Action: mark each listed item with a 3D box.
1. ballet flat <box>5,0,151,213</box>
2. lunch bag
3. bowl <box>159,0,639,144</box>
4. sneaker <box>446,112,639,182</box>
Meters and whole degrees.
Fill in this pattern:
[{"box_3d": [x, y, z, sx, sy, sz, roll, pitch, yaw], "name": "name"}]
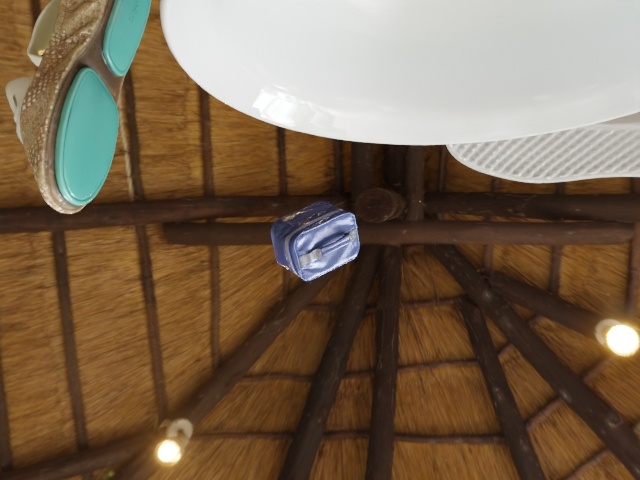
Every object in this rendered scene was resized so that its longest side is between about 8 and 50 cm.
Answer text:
[{"box_3d": [-0.167, -0.108, 0.431, 0.067, 0.073, 0.206, 1, -120, 9], "name": "ballet flat"}, {"box_3d": [0.000, 0.000, 0.748, 0.098, 0.065, 0.067, -27, -57, -24], "name": "lunch bag"}, {"box_3d": [0.076, -0.153, 0.315, 0.298, 0.298, 0.134, -2, -98, 9], "name": "bowl"}, {"box_3d": [0.321, -0.151, 0.803, 0.321, 0.126, 0.127, 5, -130, 12], "name": "sneaker"}]
